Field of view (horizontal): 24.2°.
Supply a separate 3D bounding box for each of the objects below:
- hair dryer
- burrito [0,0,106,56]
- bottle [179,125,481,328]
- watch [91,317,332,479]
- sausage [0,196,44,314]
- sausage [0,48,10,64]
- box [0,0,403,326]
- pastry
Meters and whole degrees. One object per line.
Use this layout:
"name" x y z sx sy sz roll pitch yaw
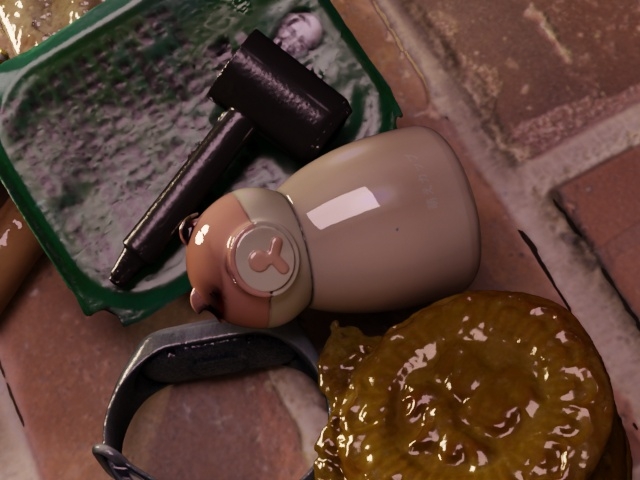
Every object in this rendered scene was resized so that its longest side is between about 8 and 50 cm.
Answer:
"hair dryer" -0.087 -0.051 1.267 0.114 0.070 0.248 37 86 3
"burrito" -0.275 -0.273 1.555 0.175 0.107 0.348 -18 55 -12
"bottle" 0.000 0.000 1.226 0.236 0.148 0.148 -15 52 -16
"watch" -0.086 0.155 1.235 0.206 0.068 0.193 -10 55 8
"sausage" -0.257 -0.037 1.414 0.065 0.066 0.301 23 65 28
"sausage" -0.385 -0.050 1.421 0.123 0.123 0.347 12 61 23
"box" -0.120 -0.102 1.356 0.336 0.106 0.264 -32 85 -7
"pastry" 0.119 0.165 1.142 0.235 0.132 0.240 -13 48 19
